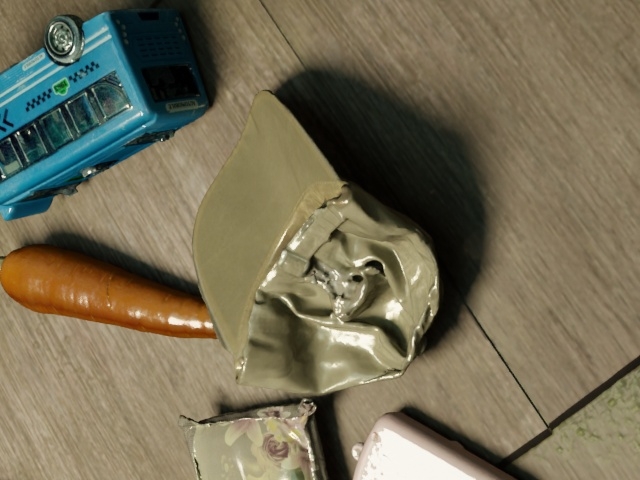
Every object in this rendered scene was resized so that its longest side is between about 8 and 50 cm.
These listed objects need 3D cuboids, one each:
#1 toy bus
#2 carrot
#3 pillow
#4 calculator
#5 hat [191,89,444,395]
[{"bbox_3d":[-0.231,-0.121,1.195,0.246,0.113,0.134,-25,87,32],"label":"toy bus"},{"bbox_3d":[-0.188,0.056,1.223,0.336,0.069,0.069,12,102,26],"label":"carrot"},{"bbox_3d":[-0.032,0.264,1.136,0.169,0.059,0.255,-17,84,34],"label":"pillow"},{"bbox_3d":[0.096,0.212,1.058,0.175,0.032,0.100,28,109,29],"label":"calculator"},{"bbox_3d":[0.000,0.000,1.084,0.214,0.149,0.244,-58,29,33],"label":"hat"}]
